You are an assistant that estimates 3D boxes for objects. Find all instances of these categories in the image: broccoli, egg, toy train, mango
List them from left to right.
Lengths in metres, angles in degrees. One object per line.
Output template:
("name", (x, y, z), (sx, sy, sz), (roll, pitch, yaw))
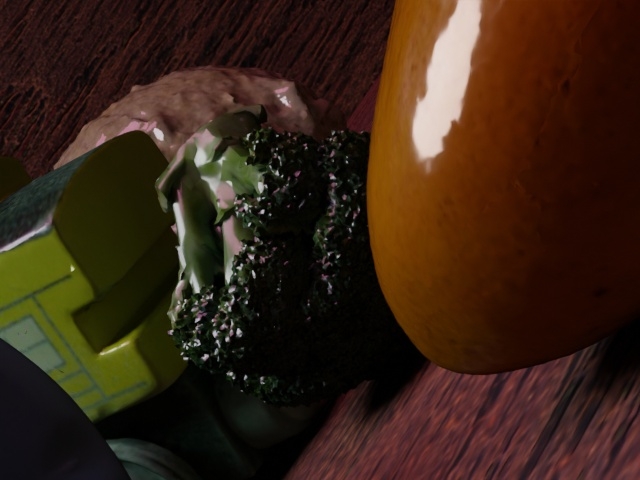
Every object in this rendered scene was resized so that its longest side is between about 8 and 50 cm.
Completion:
("toy train", (-0.217, 0.103, 1.023), (0.442, 0.272, 0.179), (-25, 16, 31))
("egg", (-0.108, -0.015, 1.388), (0.310, 0.279, 0.279), (-53, 4, -2))
("broccoli", (0.000, 0.000, 0.829), (0.195, 0.156, 0.195), (-33, -30, -22))
("mango", (0.089, -0.073, 0.467), (0.257, 0.138, 0.187), (-68, 23, 7))

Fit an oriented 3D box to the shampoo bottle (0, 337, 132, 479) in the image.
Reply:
("shampoo bottle", (-0.266, 0.221, 0.748), (0.331, 0.331, 0.342), (-57, 7, -35))
